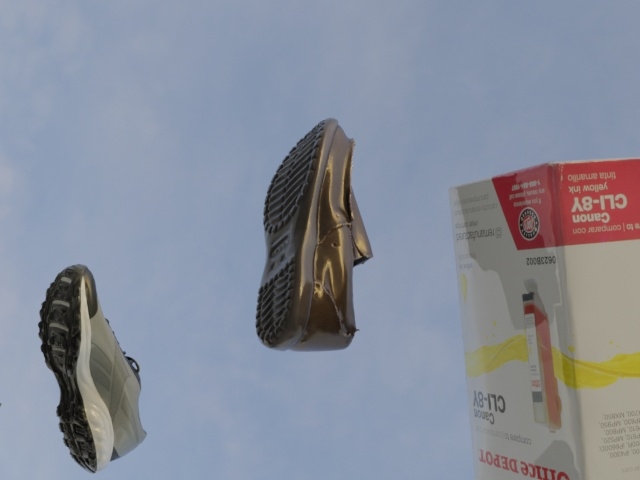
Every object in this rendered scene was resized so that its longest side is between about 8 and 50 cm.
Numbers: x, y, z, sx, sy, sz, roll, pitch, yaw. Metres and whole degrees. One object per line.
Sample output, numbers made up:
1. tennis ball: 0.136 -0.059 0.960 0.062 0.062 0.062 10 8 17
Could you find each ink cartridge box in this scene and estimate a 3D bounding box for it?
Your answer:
1. ink cartridge box: 0.290 0.108 1.297 0.279 0.161 0.384 170 -85 -72

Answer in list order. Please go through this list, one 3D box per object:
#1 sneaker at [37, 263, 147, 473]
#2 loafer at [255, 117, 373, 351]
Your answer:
1. sneaker: -0.291 0.159 1.434 0.100 0.108 0.271 8 -70 47
2. loafer: 0.000 0.000 1.493 0.134 0.130 0.365 -34 -141 48
